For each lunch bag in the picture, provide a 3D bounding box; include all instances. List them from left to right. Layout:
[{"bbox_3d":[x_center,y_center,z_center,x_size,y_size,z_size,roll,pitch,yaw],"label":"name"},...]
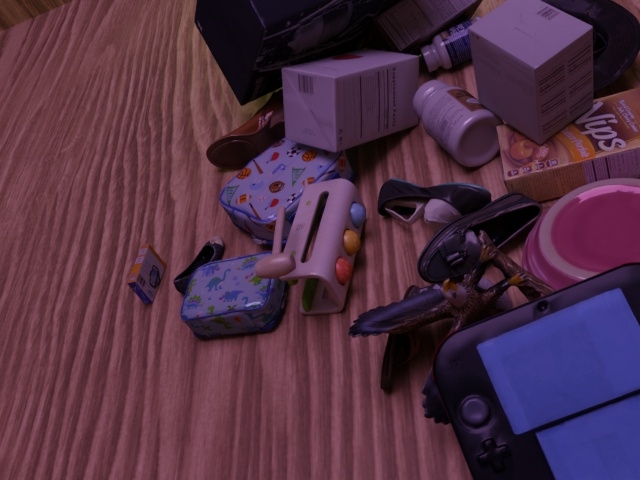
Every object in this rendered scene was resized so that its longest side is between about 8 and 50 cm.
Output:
[{"bbox_3d":[-0.180,0.115,1.656,0.218,0.090,0.176,-11,44,20],"label":"lunch bag"},{"bbox_3d":[-0.077,-0.120,1.824,0.243,0.115,0.303,24,62,41],"label":"lunch bag"}]

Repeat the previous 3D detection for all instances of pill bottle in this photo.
[{"bbox_3d":[0.344,-0.498,1.979,0.169,0.094,0.094,-23,40,7],"label":"pill bottle"},{"bbox_3d":[0.304,-0.273,1.742,0.131,0.131,0.229,-31,40,-2],"label":"pill bottle"}]

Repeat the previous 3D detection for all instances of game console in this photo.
[{"bbox_3d":[0.386,0.240,1.117,0.386,0.060,0.342,-23,66,8],"label":"game console"}]

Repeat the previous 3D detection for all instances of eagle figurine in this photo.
[{"bbox_3d":[0.223,0.132,1.315,0.298,0.225,0.226,-47,23,-1],"label":"eagle figurine"}]

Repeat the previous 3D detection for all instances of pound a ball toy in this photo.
[{"bbox_3d":[0.000,0.000,1.579,0.135,0.208,0.319,-7,44,24],"label":"pound a ball toy"}]

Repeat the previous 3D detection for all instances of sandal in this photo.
[{"bbox_3d":[0.160,0.177,1.416,0.060,0.090,0.219,17,48,15],"label":"sandal"}]

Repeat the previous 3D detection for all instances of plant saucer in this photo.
[{"bbox_3d":[0.521,0.003,1.368,0.331,0.084,0.332,-17,41,15],"label":"plant saucer"}]

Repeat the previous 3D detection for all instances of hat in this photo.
[{"bbox_3d":[0.551,-0.420,1.751,0.331,0.134,0.332,-9,60,15],"label":"hat"}]

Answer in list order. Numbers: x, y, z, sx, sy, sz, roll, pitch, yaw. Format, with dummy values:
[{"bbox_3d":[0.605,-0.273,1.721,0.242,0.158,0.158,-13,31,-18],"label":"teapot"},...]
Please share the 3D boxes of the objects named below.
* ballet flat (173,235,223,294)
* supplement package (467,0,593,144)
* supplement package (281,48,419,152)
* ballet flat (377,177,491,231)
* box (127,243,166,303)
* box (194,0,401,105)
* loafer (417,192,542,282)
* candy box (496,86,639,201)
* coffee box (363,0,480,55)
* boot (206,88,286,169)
[{"bbox_3d":[-0.282,0.052,1.811,0.057,0.049,0.173,9,53,35],"label":"ballet flat"},{"bbox_3d":[0.420,-0.343,1.533,0.149,0.203,0.194,-35,50,-9],"label":"supplement package"},{"bbox_3d":[0.075,-0.339,1.825,0.292,0.176,0.177,-24,32,-39],"label":"supplement package"},{"bbox_3d":[0.229,-0.068,1.615,0.280,0.095,0.096,9,62,49],"label":"ballet flat"},{"bbox_3d":[-0.414,0.085,1.830,0.028,0.081,0.136,-9,44,23],"label":"box"},{"bbox_3d":[-0.042,-0.637,1.962,0.471,0.298,0.480,-27,-4,-15],"label":"box"},{"bbox_3d":[0.306,-0.007,1.480,0.267,0.096,0.084,-35,14,-9],"label":"loafer"},{"bbox_3d":[0.526,-0.190,1.559,0.316,0.088,0.183,-14,42,18],"label":"candy box"},{"bbox_3d":[0.272,-0.581,2.033,0.297,0.119,0.168,-36,-3,-8],"label":"coffee box"},{"bbox_3d":[-0.172,-0.315,2.092,0.283,0.109,0.220,-27,31,20],"label":"boot"}]
